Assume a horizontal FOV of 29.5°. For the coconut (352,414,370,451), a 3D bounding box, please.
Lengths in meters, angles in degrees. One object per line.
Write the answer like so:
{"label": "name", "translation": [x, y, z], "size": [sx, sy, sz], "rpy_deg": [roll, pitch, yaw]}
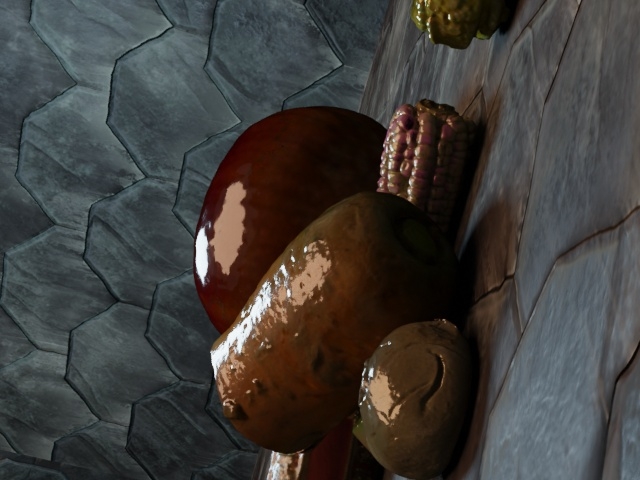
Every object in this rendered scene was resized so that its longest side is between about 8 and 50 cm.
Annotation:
{"label": "coconut", "translation": [0.089, 0.236, 1.533], "size": [0.082, 0.081, 0.083], "rpy_deg": [-48, -14, -2]}

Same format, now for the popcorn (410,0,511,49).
{"label": "popcorn", "translation": [0.196, -0.360, 1.615], "size": [0.168, 0.173, 0.195], "rpy_deg": [-46, -32, -53]}

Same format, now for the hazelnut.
{"label": "hazelnut", "translation": [0.000, 0.000, 1.868], "size": [0.359, 0.359, 0.410], "rpy_deg": [174, 113, -85]}

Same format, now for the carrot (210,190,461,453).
{"label": "carrot", "translation": [0.017, 0.100, 1.537], "size": [0.340, 0.224, 0.224], "rpy_deg": [-44, 22, 30]}

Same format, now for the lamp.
{"label": "lamp", "translation": [0.000, 0.351, 1.781], "size": [0.177, 0.177, 0.274], "rpy_deg": [119, 165, -74]}

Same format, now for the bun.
{"label": "bun", "translation": [0.098, 0.173, 1.359], "size": [0.167, 0.113, 0.173], "rpy_deg": [109, 171, -49]}

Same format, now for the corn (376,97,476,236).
{"label": "corn", "translation": [0.121, -0.023, 1.642], "size": [0.126, 0.126, 0.335], "rpy_deg": [-99, 21, -78]}
